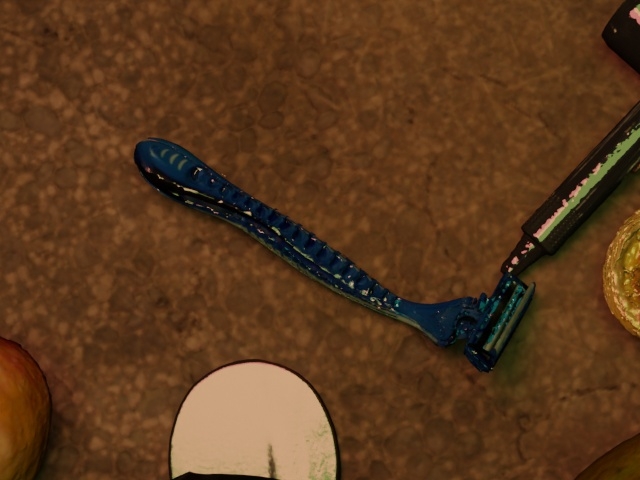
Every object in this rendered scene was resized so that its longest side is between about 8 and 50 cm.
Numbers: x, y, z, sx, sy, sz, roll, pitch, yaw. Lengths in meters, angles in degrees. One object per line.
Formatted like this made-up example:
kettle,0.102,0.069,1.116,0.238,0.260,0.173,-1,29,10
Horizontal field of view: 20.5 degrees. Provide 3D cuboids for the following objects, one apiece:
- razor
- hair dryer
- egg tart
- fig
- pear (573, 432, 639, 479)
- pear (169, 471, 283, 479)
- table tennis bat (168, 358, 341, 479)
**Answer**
razor,-0.002,0.009,1.356,0.324,0.056,0.093,25,46,9
hair dryer,0.216,-0.077,1.358,0.255,0.070,0.128,-45,80,-1
egg tart,0.277,0.029,1.339,0.129,0.049,0.128,-1,73,4
fig,-0.286,0.192,1.307,0.159,0.159,0.257,11,98,5
pear,0.290,0.264,1.149,0.413,0.352,0.352,-20,79,-9
pear,-0.094,0.355,1.202,0.399,0.165,0.398,2,85,-25
table tennis bat,-0.046,0.198,1.339,0.130,0.019,0.220,-8,78,3
